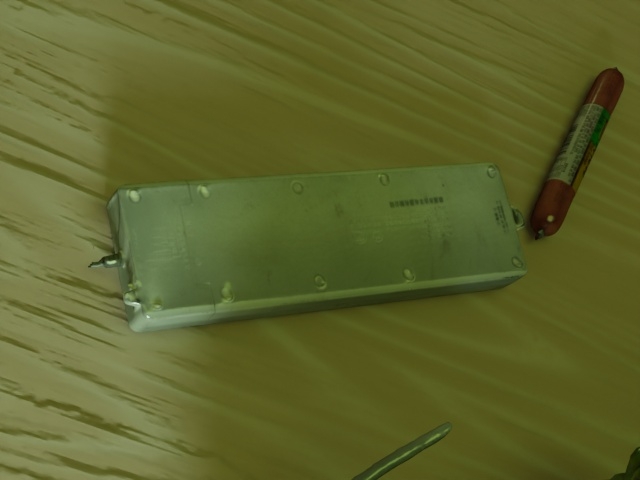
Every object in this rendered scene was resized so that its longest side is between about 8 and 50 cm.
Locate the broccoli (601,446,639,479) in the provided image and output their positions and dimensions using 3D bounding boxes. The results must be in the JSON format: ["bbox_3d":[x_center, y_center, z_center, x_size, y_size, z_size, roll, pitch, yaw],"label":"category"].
[{"bbox_3d":[0.246,0.291,0.797,0.246,0.248,0.288,-33,98,4],"label":"broccoli"}]

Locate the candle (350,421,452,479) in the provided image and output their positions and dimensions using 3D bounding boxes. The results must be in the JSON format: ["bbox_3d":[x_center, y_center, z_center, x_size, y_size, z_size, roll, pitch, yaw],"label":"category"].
[{"bbox_3d":[0.056,0.309,0.662,0.221,0.221,0.342,-17,75,-30],"label":"candle"}]

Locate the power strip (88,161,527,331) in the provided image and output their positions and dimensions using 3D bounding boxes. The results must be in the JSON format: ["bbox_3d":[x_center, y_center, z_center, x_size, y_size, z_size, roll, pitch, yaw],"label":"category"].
[{"bbox_3d":[0.000,0.000,0.855,0.367,0.043,0.106,-5,72,-27],"label":"power strip"}]

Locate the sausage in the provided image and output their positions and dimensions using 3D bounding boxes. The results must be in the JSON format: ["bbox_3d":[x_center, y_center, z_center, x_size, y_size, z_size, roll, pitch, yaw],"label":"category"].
[{"bbox_3d":[0.236,-0.084,1.008,0.029,0.029,0.223,36,59,-9],"label":"sausage"}]
